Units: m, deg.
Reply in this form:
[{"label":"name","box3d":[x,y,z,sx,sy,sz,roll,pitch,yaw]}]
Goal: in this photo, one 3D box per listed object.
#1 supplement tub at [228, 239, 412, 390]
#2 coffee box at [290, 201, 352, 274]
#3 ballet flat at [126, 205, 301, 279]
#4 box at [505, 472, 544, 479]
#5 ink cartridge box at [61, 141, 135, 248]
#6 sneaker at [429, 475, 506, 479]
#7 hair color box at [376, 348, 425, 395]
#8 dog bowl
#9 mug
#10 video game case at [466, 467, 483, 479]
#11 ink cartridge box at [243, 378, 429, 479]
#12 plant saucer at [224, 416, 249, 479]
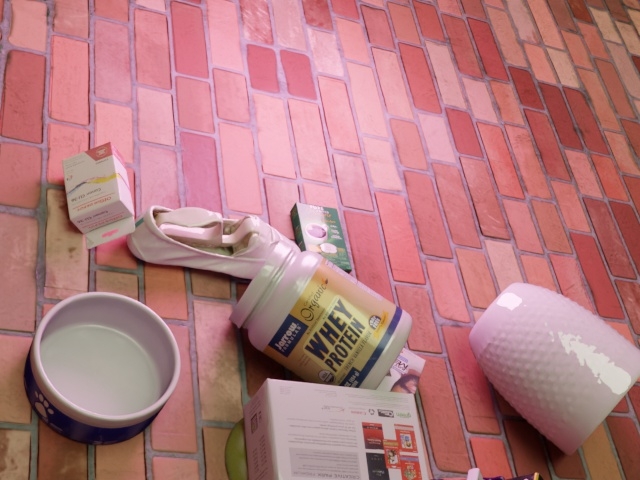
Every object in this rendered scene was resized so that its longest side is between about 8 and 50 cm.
[{"label":"supplement tub","box3d":[-0.002,0.163,1.974,0.316,0.228,0.228,33,44,-1]},{"label":"coffee box","box3d":[0.000,0.000,2.250,0.113,0.040,0.184,6,51,-27]},{"label":"ballet flat","box3d":[-0.201,-0.002,2.071,0.400,0.139,0.139,7,50,-26]},{"label":"box","box3d":[0.437,0.632,1.839,0.322,0.079,0.257,50,36,-26]},{"label":"ink cartridge box","box3d":[-0.451,-0.092,2.008,0.115,0.067,0.198,-21,57,5]},{"label":"sneaker","box3d":[0.271,0.492,1.944,0.223,0.098,0.083,1,53,-30]},{"label":"hair color box","box3d":[0.152,0.300,2.074,0.093,0.053,0.167,31,45,-5]},{"label":"dog bowl","box3d":[-0.393,0.228,1.779,0.264,0.104,0.265,16,47,-18]},{"label":"mug","box3d":[0.518,0.258,2.202,0.328,0.276,0.374,40,14,16]},{"label":"video game case","box3d":[0.304,0.564,1.816,0.227,0.026,0.206,-50,121,-68]},{"label":"ink cartridge box","box3d":[0.031,0.412,1.798,0.309,0.130,0.272,10,51,-23]},{"label":"plant saucer","box3d":[-0.061,0.416,1.861,0.241,0.037,0.241,16,47,-17]}]
